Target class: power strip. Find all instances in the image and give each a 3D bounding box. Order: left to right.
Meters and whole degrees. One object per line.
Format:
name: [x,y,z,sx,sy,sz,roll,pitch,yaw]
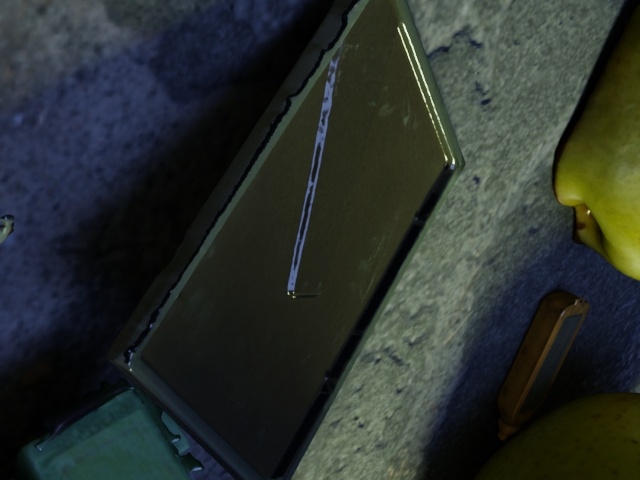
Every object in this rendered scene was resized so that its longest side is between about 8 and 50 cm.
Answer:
power strip: [0.214,0.126,1.041,0.049,0.028,0.178,-6,124,-44]

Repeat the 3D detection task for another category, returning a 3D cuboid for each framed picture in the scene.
framed picture: [0.000,0.000,0.648,0.289,0.016,0.213,-59,146,-21]

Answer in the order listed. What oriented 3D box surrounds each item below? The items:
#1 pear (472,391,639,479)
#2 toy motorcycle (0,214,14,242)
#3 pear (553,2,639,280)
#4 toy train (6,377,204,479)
pear: [0.312,0.336,1.053,0.418,0.362,0.362,-11,128,-53]
toy motorcycle: [-0.272,0.002,0.348,0.325,0.148,0.221,-31,161,-22]
pear: [0.401,-0.113,0.904,0.386,0.191,0.340,-50,143,-2]
toy train: [-0.124,0.226,0.581,0.188,0.272,0.159,-28,166,-33]
